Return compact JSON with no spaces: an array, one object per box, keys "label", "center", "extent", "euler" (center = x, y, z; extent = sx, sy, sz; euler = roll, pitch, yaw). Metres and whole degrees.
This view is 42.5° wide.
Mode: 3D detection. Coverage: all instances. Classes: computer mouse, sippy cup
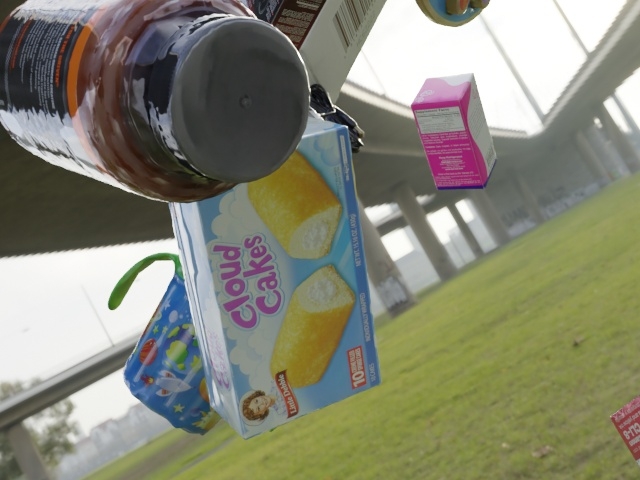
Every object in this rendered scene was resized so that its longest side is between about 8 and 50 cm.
[{"label":"computer mouse","center":[-0.025,-0.130,0.940],"extent":[0.042,0.106,0.193],"euler":[-47,-13,30]},{"label":"sippy cup","center":[-0.184,0.172,1.296],"extent":[0.224,0.305,0.240],"euler":[-54,-41,-3]}]

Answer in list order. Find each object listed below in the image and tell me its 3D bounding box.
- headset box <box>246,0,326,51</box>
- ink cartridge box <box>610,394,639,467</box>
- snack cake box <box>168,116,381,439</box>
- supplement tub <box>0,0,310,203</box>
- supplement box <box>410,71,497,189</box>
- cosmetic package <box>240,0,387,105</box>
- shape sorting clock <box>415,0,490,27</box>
[{"label":"headset box","center":[-0.023,-0.176,0.578],"extent":[0.032,0.062,0.083],"euler":[5,-39,-27]},{"label":"ink cartridge box","center":[0.328,0.164,0.585],"extent":[0.128,0.176,0.127],"euler":[-15,-27,-21]},{"label":"snack cake box","center":[-0.043,0.031,0.765],"extent":[0.152,0.264,0.089],"euler":[-19,23,-25]},{"label":"supplement tub","center":[-0.091,-0.077,0.417],"extent":[0.106,0.106,0.198],"euler":[-26,26,-30]},{"label":"supplement box","center":[0.282,-0.225,1.719],"extent":[0.114,0.220,0.111],"euler":[1,40,30]},{"label":"cosmetic package","center":[-0.148,-0.370,1.113],"extent":[0.230,0.453,0.161],"euler":[-62,-21,-11]},{"label":"shape sorting clock","center":[0.098,-0.230,0.485],"extent":[0.040,0.206,0.206],"euler":[14,18,28]}]
